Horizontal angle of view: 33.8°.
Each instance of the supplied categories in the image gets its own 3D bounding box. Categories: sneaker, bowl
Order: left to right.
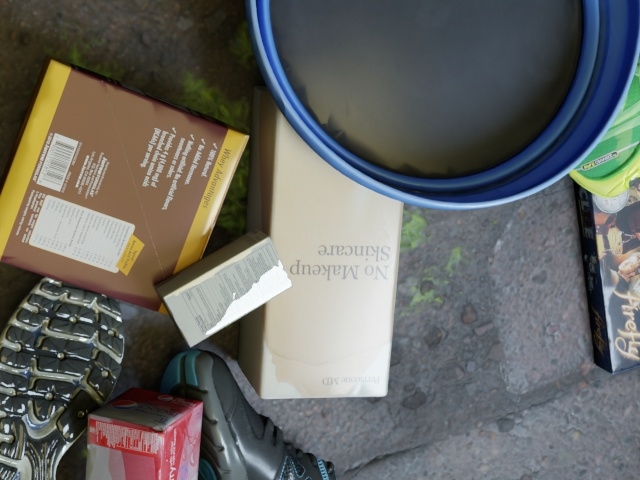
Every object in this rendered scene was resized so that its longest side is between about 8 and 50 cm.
[{"bbox_3d":[-0.307,0.178,1.047,0.130,0.147,0.330,30,71,-32],"label":"sneaker"},{"bbox_3d":[-0.066,0.255,1.156,0.140,0.125,0.340,-32,111,-31],"label":"sneaker"},{"bbox_3d":[0.116,-0.224,1.001,0.391,0.077,0.391,0,89,-15],"label":"bowl"},{"bbox_3d":[0.349,-0.194,1.162,0.124,0.109,0.295,28,82,-3],"label":"sneaker"}]

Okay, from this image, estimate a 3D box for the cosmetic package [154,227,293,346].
[{"bbox_3d":[-0.091,0.043,0.991,0.115,0.041,0.060,-29,112,-14],"label":"cosmetic package"}]

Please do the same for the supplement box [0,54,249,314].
[{"bbox_3d":[-0.203,-0.055,1.026,0.194,0.129,0.191,20,95,-19],"label":"supplement box"}]

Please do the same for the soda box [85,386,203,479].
[{"bbox_3d":[-0.179,0.287,1.048,0.083,0.092,0.263,9,103,17],"label":"soda box"}]

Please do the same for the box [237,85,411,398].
[{"bbox_3d":[0.000,0.000,1.100,0.148,0.121,0.311,0,101,-15],"label":"box"}]

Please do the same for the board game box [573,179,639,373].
[{"bbox_3d":[0.398,0.022,1.262,0.165,0.042,0.243,-14,105,-13],"label":"board game box"}]
